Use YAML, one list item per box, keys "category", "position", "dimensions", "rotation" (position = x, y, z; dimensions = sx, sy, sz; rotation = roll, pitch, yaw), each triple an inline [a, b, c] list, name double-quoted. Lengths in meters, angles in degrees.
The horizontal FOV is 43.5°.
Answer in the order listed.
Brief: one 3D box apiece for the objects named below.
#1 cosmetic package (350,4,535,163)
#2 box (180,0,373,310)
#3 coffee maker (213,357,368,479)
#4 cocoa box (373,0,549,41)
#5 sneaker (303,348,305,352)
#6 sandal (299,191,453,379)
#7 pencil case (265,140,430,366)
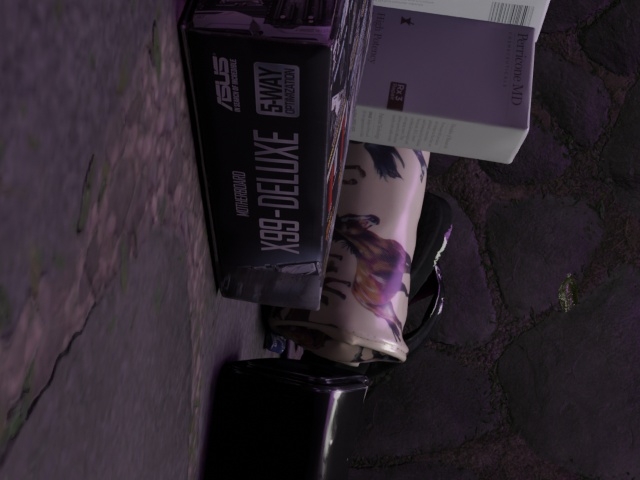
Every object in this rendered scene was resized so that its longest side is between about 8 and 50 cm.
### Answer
- category: "cosmetic package"
  position: [0.088, -0.158, 0.791]
  dimensions: [0.085, 0.231, 0.117]
  rotation: [86, 12, -71]
- category: "box"
  position: [-0.009, -0.145, 0.551]
  dimensions: [0.242, 0.076, 0.307]
  rotation: [93, 7, -55]
- category: "coffee maker"
  position: [-0.028, 0.188, 0.628]
  dimensions: [0.171, 0.120, 0.178]
  rotation: [7, 90, -86]
- category: "cocoa box"
  position: [0.240, -0.528, 1.432]
  dimensions: [0.231, 0.347, 0.228]
  rotation: [94, 5, -51]
- category: "sneaker"
  position: [0.014, 0.106, 1.263]
  dimensions: [0.235, 0.090, 0.095]
  rotation: [128, -39, -59]
- category: "sandal"
  position: [0.074, 0.117, 1.088]
  dimensions: [0.167, 0.107, 0.445]
  rotation: [-95, -152, -52]
- category: "pencil case"
  position: [0.046, -0.063, 0.920]
  dimensions: [0.183, 0.160, 0.410]
  rotation: [126, -26, -71]
